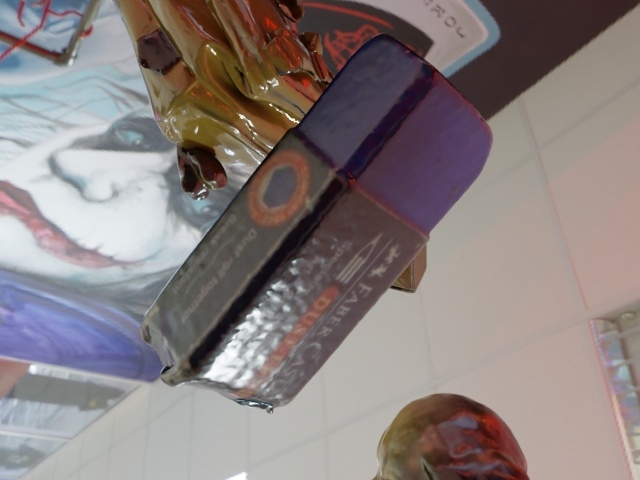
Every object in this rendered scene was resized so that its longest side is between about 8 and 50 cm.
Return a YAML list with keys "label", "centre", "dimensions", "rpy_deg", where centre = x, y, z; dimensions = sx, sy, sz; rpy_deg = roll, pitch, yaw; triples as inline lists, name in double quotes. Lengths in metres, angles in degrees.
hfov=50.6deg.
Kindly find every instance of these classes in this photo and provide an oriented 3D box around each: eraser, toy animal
- label: "eraser"
  centre: [0.000, 0.000, 0.583]
  dimensions: [0.332, 0.155, 0.101]
  rpy_deg: [-50, -132, 10]
- label: "toy animal"
  centre: [0.108, 0.200, 0.368]
  dimensions: [0.233, 0.121, 0.169]
  rpy_deg: [41, -37, 43]

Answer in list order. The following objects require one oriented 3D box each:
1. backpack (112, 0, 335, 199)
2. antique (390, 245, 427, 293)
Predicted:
- label: "backpack"
  centre: [-0.109, -0.231, 0.861]
  dimensions: [0.201, 0.378, 0.354]
  rpy_deg: [-30, -114, 17]
- label: "antique"
  centre: [0.152, -0.039, 1.330]
  dimensions: [0.093, 0.310, 0.087]
  rpy_deg: [13, -136, 23]
